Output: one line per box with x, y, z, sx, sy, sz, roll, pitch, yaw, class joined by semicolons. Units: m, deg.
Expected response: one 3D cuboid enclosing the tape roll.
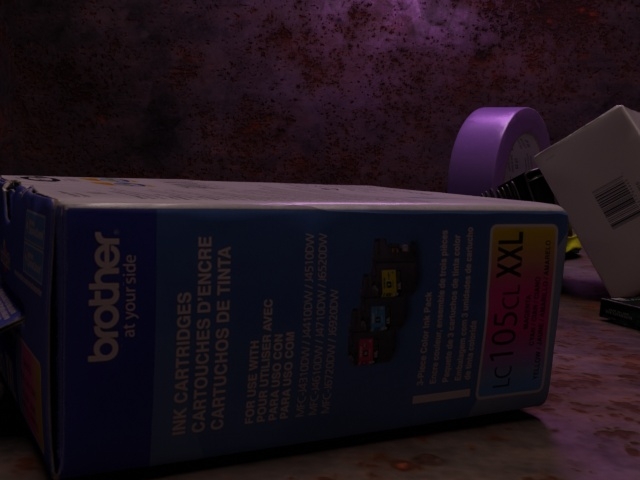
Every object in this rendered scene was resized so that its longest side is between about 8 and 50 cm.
0.337;-0.108;1.436;0.090;0.275;0.275;6;7;37;tape roll

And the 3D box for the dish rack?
0.213;-0.029;1.188;0.271;0.074;0.208;-19;-4;1;dish rack

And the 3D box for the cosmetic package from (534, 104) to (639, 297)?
0.436;-0.052;1.075;0.138;0.224;0.224;-33;-15;32;cosmetic package

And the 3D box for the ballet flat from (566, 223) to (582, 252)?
0.450;-0.007;1.471;0.077;0.077;0.231;6;7;29;ballet flat

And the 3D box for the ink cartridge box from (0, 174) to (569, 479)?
-0.074;0.033;0.542;0.395;0.151;0.270;1;6;-28;ink cartridge box

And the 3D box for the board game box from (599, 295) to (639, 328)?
0.429;0.084;0.876;0.186;0.026;0.126;0;7;-29;board game box
